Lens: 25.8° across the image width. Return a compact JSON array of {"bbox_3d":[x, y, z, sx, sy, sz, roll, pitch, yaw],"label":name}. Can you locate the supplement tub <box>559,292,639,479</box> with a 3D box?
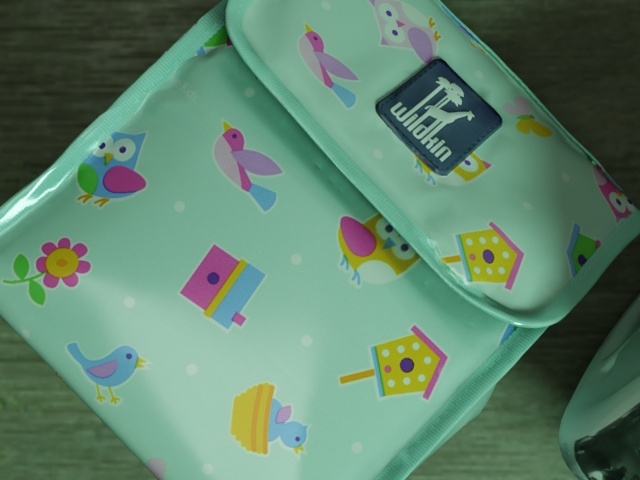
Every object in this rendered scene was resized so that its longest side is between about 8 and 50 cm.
[{"bbox_3d":[0.293,0.126,0.618,0.338,0.207,0.207,41,94,2],"label":"supplement tub"}]

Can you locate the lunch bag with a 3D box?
[{"bbox_3d":[0.000,0.000,0.668,0.262,0.160,0.223,-43,84,-7],"label":"lunch bag"}]
